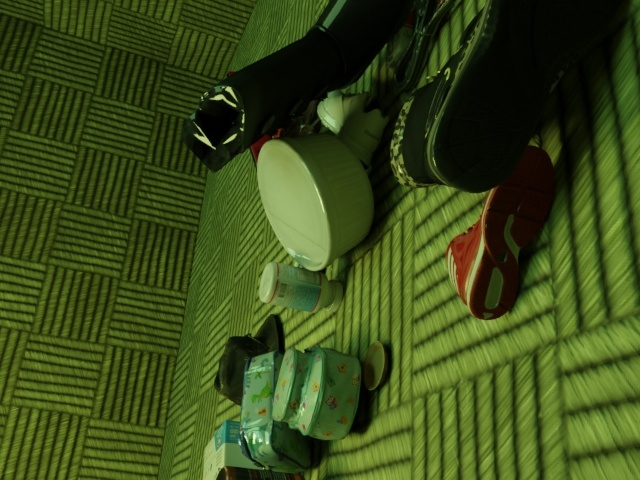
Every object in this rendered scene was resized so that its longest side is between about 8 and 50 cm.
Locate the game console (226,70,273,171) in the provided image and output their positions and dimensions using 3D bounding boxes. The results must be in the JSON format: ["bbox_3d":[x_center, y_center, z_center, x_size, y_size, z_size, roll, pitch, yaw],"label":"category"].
[{"bbox_3d":[-0.128,-0.188,1.676,0.342,0.060,0.386,76,176,-60],"label":"game console"}]

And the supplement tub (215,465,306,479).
[{"bbox_3d":[-0.090,0.471,1.257,0.106,0.198,0.106,-168,90,-73],"label":"supplement tub"}]

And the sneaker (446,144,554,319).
[{"bbox_3d":[0.211,-0.022,0.887,0.128,0.087,0.221,-132,59,-67],"label":"sneaker"}]

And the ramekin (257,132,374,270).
[{"bbox_3d":[-0.006,-0.086,1.366,0.273,0.127,0.273,43,145,41],"label":"ramekin"}]

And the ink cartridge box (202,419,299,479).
[{"bbox_3d":[-0.149,0.524,1.444,0.171,0.168,0.233,124,152,-46],"label":"ink cartridge box"}]

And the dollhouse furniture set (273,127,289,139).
[{"bbox_3d":[-0.102,-0.338,1.978,0.262,0.135,0.259,-97,27,-48],"label":"dollhouse furniture set"}]

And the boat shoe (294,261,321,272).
[{"bbox_3d":[0.000,0.000,1.586,0.065,0.075,0.206,15,85,29],"label":"boat shoe"}]

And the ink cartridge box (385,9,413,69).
[{"bbox_3d":[0.160,-0.411,1.409,0.063,0.029,0.115,141,138,-61],"label":"ink cartridge box"}]

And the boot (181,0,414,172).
[{"bbox_3d":[-0.035,-0.346,1.269,0.445,0.146,0.367,-36,-16,-38],"label":"boot"}]

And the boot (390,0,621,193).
[{"bbox_3d":[0.222,-0.224,0.895,0.377,0.138,0.284,-63,6,-3],"label":"boot"}]

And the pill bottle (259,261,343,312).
[{"bbox_3d":[-0.039,0.100,1.429,0.087,0.160,0.087,-166,90,-72],"label":"pill bottle"}]

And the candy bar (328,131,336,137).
[{"bbox_3d":[0.035,-0.238,1.684,0.161,0.018,0.040,-115,42,-61],"label":"candy bar"}]

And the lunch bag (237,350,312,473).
[{"bbox_3d":[-0.083,0.347,1.383,0.090,0.176,0.219,-18,50,22],"label":"lunch bag"}]

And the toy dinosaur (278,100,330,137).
[{"bbox_3d":[-0.032,-0.286,1.667,0.200,0.127,0.296,125,147,-67],"label":"toy dinosaur"}]

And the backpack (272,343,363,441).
[{"bbox_3d":[-0.004,0.270,1.235,0.188,0.144,0.166,164,122,-68],"label":"backpack"}]

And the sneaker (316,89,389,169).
[{"bbox_3d":[0.079,-0.261,1.473,0.129,0.111,0.297,-53,30,19],"label":"sneaker"}]

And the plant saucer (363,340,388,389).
[{"bbox_3d":[0.096,0.213,1.177,0.083,0.015,0.083,-167,90,-73],"label":"plant saucer"}]

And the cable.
[{"bbox_3d":[0.210,-0.402,1.262,0.139,0.072,0.287,44,133,50],"label":"cable"}]

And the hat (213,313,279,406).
[{"bbox_3d":[-0.205,0.340,1.808,0.331,0.134,0.331,-166,90,-72],"label":"hat"}]
